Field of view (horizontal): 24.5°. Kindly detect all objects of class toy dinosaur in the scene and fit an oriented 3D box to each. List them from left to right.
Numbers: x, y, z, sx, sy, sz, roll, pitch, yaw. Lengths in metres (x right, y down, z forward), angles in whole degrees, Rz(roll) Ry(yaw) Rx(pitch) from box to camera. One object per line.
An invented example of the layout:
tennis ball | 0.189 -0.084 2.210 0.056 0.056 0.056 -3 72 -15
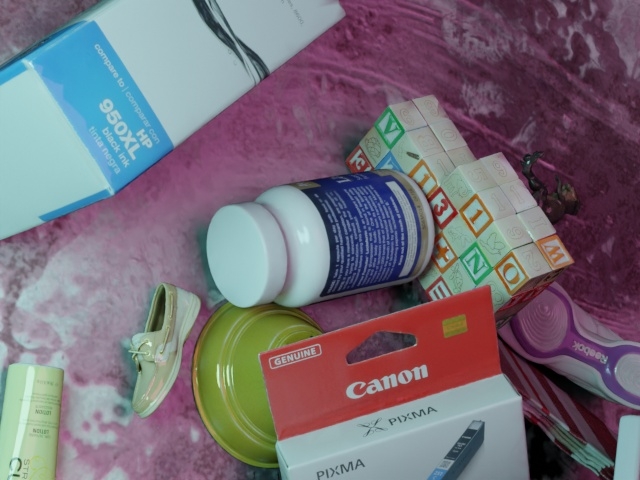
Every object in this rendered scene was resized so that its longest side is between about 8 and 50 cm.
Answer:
toy dinosaur | 0.289 -0.056 2.118 0.268 0.064 0.118 -27 102 -35

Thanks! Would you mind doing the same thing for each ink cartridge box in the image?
ink cartridge box | -0.206 -0.189 1.628 0.395 0.285 0.166 -42 106 -36
ink cartridge box | 0.092 0.215 1.746 0.296 0.066 0.261 -16 120 -10

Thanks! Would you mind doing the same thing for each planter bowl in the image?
planter bowl | -0.041 0.165 1.790 0.217 0.090 0.217 10 74 -35

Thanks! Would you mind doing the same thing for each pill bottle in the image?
pill bottle | 0.000 0.000 1.822 0.264 0.153 0.153 -11 86 -39

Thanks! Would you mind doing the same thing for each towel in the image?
towel | 0.314 0.232 1.967 0.329 0.237 0.037 38 101 -17

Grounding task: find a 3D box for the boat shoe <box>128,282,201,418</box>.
boat shoe | -0.193 0.124 1.707 0.059 0.063 0.170 34 51 -23

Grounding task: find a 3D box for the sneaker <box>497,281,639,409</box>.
sneaker | 0.343 0.148 2.086 0.305 0.152 0.114 35 80 -2

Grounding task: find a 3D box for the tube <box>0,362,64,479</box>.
tube | -0.316 0.254 1.582 0.070 0.062 0.240 4 78 5

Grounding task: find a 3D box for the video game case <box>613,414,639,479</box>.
video game case | 0.420 0.415 1.808 0.300 0.036 0.329 36 58 -49

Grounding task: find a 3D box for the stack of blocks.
stack of blocks | 0.172 -0.040 1.893 0.087 0.171 0.297 -17 68 -39
